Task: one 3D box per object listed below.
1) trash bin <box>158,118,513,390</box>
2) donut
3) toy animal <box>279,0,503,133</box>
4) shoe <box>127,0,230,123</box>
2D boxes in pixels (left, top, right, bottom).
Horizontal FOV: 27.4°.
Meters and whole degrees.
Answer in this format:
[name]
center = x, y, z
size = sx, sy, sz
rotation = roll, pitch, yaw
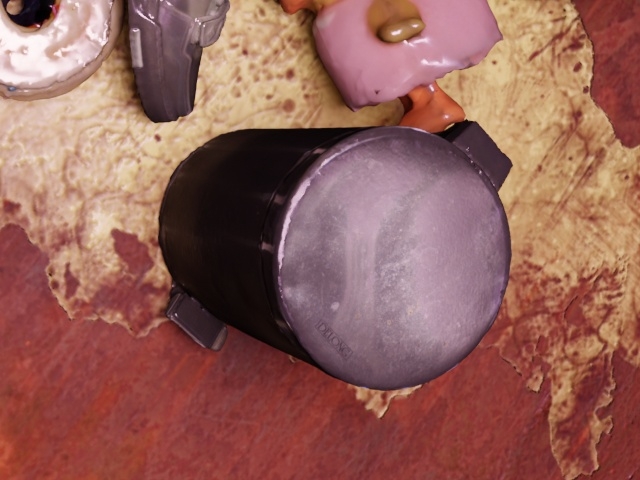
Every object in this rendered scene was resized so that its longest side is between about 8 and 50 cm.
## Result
[trash bin]
center = 0.000, 0.000, 1.121
size = 0.203, 0.301, 0.252
rotation = 45, 77, -21
[donut]
center = -0.251, -0.204, 1.112
size = 0.174, 0.068, 0.175
rotation = -2, 95, -24
[toy animal]
center = 0.046, -0.226, 1.181
size = 0.169, 0.195, 0.281
rotation = -40, 95, -5
[shoe]
center = -0.089, -0.234, 1.103
size = 0.149, 0.109, 0.293
rotation = -4, 122, -4
